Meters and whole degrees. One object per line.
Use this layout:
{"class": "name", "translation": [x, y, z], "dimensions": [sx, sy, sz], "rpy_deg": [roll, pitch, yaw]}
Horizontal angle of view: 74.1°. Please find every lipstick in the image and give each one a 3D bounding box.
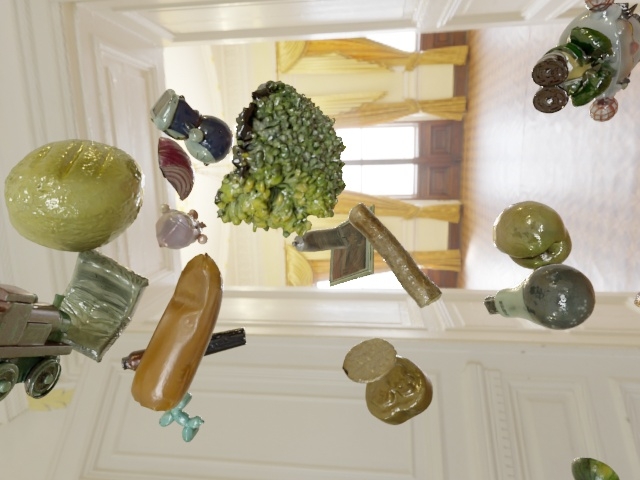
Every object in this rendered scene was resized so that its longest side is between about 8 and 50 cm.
{"class": "lipstick", "translation": [-0.465, 0.379, 1.475], "dimensions": [0.077, 0.418, 0.077], "rpy_deg": [169, 90, -77]}

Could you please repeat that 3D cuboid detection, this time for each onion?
{"class": "onion", "translation": [-0.611, -0.336, 1.855], "dimensions": [0.250, 0.111, 0.248], "rpy_deg": [72, -175, -55]}

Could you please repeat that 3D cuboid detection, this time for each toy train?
{"class": "toy train", "translation": [-0.643, 0.210, 0.887], "dimensions": [0.304, 0.150, 0.222], "rpy_deg": [80, -155, -76]}

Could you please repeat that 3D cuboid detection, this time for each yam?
{"class": "yam", "translation": [0.170, 0.029, 1.009], "dimensions": [0.300, 0.066, 0.066], "rpy_deg": [53, 175, 17]}

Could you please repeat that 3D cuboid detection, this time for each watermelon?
{"class": "watermelon", "translation": [0.680, 0.596, 1.055], "dimensions": [0.062, 0.105, 0.106], "rpy_deg": [-35, -47, -41]}

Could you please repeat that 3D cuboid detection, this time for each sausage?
{"class": "sausage", "translation": [-0.309, 0.201, 0.970], "dimensions": [0.116, 0.134, 0.354], "rpy_deg": [34, -105, -50]}

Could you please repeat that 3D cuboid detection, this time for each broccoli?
{"class": "broccoli", "translation": [-0.051, -0.103, 0.679], "dimensions": [0.273, 0.180, 0.243], "rpy_deg": [115, 175, -50]}

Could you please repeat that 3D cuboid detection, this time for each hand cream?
{"class": "hand cream", "translation": [0.000, 0.000, 0.978], "dimensions": [0.165, 0.037, 0.057], "rpy_deg": [-7, -109, -44]}

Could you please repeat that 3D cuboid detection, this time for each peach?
{"class": "peach", "translation": [0.819, -0.025, 1.649], "dimensions": [0.247, 0.292, 0.292], "rpy_deg": [-53, 10, 25]}

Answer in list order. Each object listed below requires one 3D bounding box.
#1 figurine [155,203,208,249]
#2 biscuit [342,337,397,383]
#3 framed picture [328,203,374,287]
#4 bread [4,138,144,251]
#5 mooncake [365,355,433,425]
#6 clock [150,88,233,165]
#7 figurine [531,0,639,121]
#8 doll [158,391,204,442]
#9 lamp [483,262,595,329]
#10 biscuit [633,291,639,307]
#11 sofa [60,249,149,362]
{"class": "figurine", "translation": [-0.483, -0.041, 1.469], "dimensions": [0.133, 0.200, 0.276], "rpy_deg": [-49, 6, 2]}
{"class": "biscuit", "translation": [0.101, 0.247, 0.877], "dimensions": [0.120, 0.120, 0.015], "rpy_deg": [-78, -33, -58]}
{"class": "framed picture", "translation": [0.091, 0.025, 1.339], "dimensions": [0.273, 0.016, 0.217], "rpy_deg": [-30, 54, 60]}
{"class": "bread", "translation": [-0.615, -0.129, 1.089], "dimensions": [0.237, 0.320, 0.320], "rpy_deg": [-57, 11, 30]}
{"class": "mooncake", "translation": [0.267, 0.516, 1.498], "dimensions": [0.117, 0.234, 0.235], "rpy_deg": [44, -142, -38]}
{"class": "clock", "translation": [-0.372, -0.327, 1.263], "dimensions": [0.243, 0.147, 0.199], "rpy_deg": [33, -174, -37]}
{"class": "figurine", "translation": [0.558, -0.378, 0.893], "dimensions": [0.370, 0.167, 0.281], "rpy_deg": [-36, -61, -30]}
{"class": "doll", "translation": [-0.423, 0.518, 1.280], "dimensions": [0.159, 0.159, 0.059], "rpy_deg": [-54, -2, 29]}
{"class": "lamp", "translation": [0.620, 0.187, 1.215], "dimensions": [0.314, 0.181, 0.182], "rpy_deg": [-50, 28, 49]}
{"class": "biscuit", "translation": [0.699, 0.134, 0.825], "dimensions": [0.220, 0.141, 0.029], "rpy_deg": [-18, -63, -70]}
{"class": "sofa", "translation": [-0.614, 0.167, 1.153], "dimensions": [0.225, 0.210, 0.176], "rpy_deg": [-55, 7, 23]}
